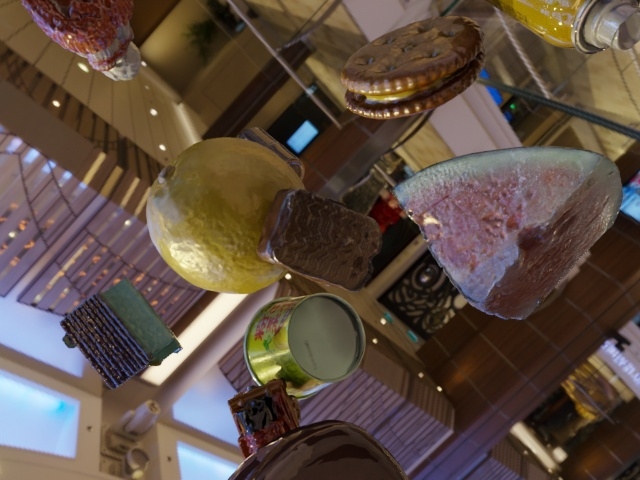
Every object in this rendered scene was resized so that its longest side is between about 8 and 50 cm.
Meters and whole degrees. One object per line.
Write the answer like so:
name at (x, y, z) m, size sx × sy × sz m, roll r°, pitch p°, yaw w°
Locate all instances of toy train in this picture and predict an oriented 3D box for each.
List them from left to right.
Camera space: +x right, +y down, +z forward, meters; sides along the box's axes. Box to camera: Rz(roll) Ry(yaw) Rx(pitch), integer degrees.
toy train at (-0.105, 0.534, 1.243) m, size 0.231 × 0.163 × 0.369 m, roll 51°, pitch -163°, yaw -81°

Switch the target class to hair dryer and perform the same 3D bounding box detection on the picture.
hair dryer at (-0.226, -0.122, 1.256) m, size 0.189 × 0.352 × 0.107 m, roll 44°, pitch 172°, yaw 33°

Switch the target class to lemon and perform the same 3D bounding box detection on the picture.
lemon at (-0.187, -0.052, 1.060) m, size 0.348 × 0.348 × 0.348 m, roll 44°, pitch -174°, yaw -6°

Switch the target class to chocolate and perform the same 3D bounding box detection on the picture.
chocolate at (0.000, 0.000, 0.929) m, size 0.214 × 0.148 × 0.093 m, roll 24°, pitch 174°, yaw -30°

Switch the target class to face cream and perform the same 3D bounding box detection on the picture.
face cream at (0.277, -0.341, 0.660) m, size 0.105 × 0.105 × 0.349 m, roll 38°, pitch -161°, yaw -46°

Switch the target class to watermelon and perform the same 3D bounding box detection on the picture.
watermelon at (0.255, -0.006, 0.665) m, size 0.261 × 0.201 × 0.213 m, roll -11°, pitch 158°, yaw 40°

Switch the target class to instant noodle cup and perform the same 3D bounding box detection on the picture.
instant noodle cup at (-0.029, 0.277, 1.391) m, size 0.311 × 0.311 × 0.221 m, roll 43°, pitch 147°, yaw -10°

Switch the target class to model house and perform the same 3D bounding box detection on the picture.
model house at (-0.597, 0.294, 1.518) m, size 0.280 × 0.249 × 0.230 m, roll 52°, pitch 163°, yaw 1°

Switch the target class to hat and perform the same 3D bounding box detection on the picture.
hat at (-0.234, -0.216, 0.531) m, size 0.112 × 0.093 × 0.162 m, roll 50°, pitch 165°, yaw 6°

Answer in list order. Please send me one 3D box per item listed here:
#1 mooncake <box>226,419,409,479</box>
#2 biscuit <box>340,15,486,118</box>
mooncake at (-0.005, 0.432, 0.736) m, size 0.334 × 0.174 × 0.326 m, roll 25°, pitch -128°, yaw -22°
biscuit at (0.135, -0.261, 0.758) m, size 0.220 × 0.220 × 0.066 m, roll 53°, pitch 170°, yaw 54°
